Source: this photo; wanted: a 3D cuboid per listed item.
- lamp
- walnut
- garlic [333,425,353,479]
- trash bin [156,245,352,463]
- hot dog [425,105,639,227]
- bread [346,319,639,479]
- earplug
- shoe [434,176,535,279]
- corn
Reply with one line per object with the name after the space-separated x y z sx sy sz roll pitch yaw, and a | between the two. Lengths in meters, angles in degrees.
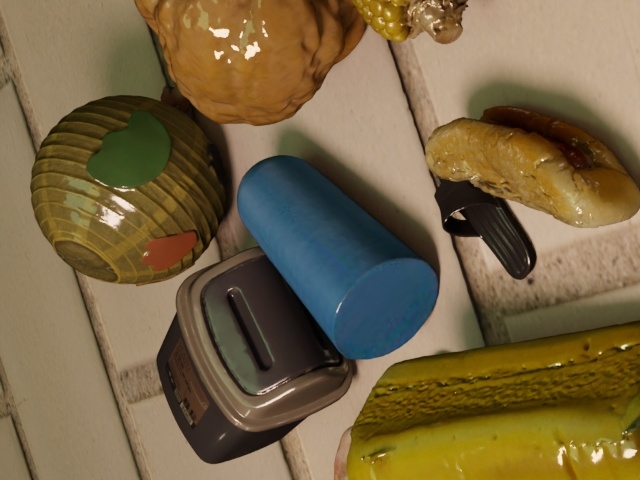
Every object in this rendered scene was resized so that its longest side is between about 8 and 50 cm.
-0.231 -0.082 1.996 0.250 0.284 0.250 20 153 10 | lamp
-0.074 -0.236 1.646 0.257 0.257 0.224 -35 46 58 | walnut
0.061 0.298 1.830 0.124 0.099 0.174 -19 88 44 | garlic
-0.086 0.141 1.906 0.209 0.182 0.290 63 153 14 | trash bin
0.189 -0.075 1.446 0.242 0.084 0.073 26 127 52 | hot dog
0.190 0.170 1.447 0.383 0.166 0.112 -14 127 43 | bread
0.000 0.000 1.750 0.273 0.132 0.132 47 141 42 | earplug
0.150 -0.022 1.566 0.159 0.053 0.062 53 148 25 | shoe
0.047 -0.316 1.522 0.322 0.119 0.119 64 148 22 | corn
